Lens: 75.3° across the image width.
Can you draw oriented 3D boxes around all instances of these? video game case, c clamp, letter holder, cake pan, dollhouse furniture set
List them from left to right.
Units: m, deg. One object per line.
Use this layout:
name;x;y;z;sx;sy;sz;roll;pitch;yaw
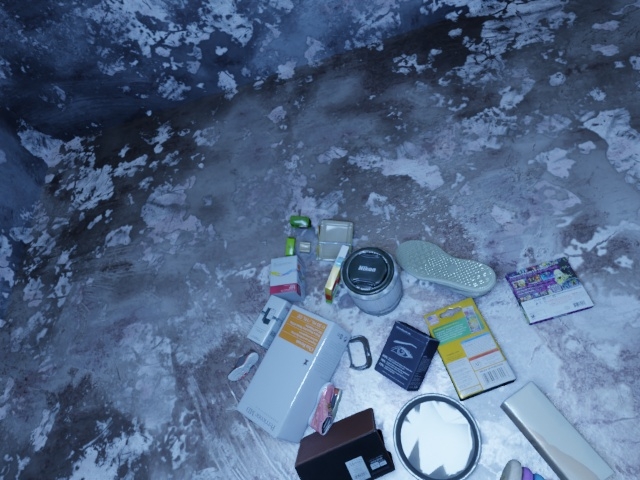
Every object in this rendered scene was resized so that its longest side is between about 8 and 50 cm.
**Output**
dollhouse furniture set;0.000;0.000;1.940;0.302;0.151;0.197;5;84;2
letter holder;0.084;0.749;1.468;0.302;0.214;0.151;-26;90;3
c clamp;0.134;0.449;1.668;0.137;0.022;0.160;-17;64;-1
cake pan;0.401;0.686;1.438;0.294;0.054;0.292;-8;60;14
video game case;0.859;0.189;1.569;0.232;0.041;0.210;-19;58;7

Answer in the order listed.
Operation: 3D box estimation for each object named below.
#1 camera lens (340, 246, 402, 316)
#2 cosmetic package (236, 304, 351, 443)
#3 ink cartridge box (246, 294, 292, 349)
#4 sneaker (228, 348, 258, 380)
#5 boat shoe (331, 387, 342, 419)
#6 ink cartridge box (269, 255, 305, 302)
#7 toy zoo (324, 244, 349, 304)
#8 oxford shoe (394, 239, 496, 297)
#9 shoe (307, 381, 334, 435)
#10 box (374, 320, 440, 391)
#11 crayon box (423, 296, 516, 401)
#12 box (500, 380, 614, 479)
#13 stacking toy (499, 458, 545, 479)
camera lens;0.210;0.167;1.654;0.220;0.274;0.219;-8;61;14
cosmetic package;-0.098;0.504;1.604;0.230;0.161;0.452;15;70;39
ink cartridge box;-0.198;0.355;1.757;0.087;0.153;0.208;21;69;28
sneaker;-0.331;0.531;1.771;0.158;0.061;0.065;-42;31;-8
boat shoe;0.043;0.633;1.587;0.043;0.049;0.136;9;63;26
ink cartridge box;-0.145;0.174;1.851;0.128;0.128;0.176;-9;61;13
toy zoo;0.067;0.141;1.706;0.030;0.293;0.192;20;70;10
oxford shoe;0.497;0.119;1.685;0.450;0.130;0.169;21;76;42
shoe;0.022;0.620;1.530;0.081;0.064;0.177;12;74;52
box;0.319;0.424;1.529;0.153;0.108;0.206;25;90;40
crayon box;0.541;0.397;1.534;0.203;0.083;0.322;-23;59;5
box;0.733;0.620;1.315;0.121;0.148;0.311;-36;56;-2
stacking toy;0.717;0.804;1.241;0.331;0.141;0.141;22;71;19
